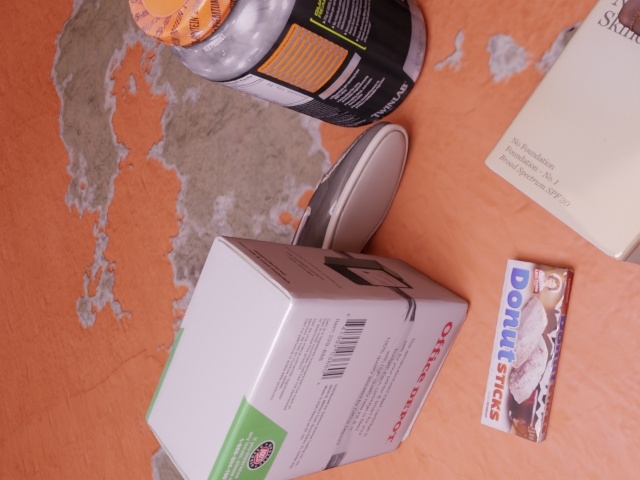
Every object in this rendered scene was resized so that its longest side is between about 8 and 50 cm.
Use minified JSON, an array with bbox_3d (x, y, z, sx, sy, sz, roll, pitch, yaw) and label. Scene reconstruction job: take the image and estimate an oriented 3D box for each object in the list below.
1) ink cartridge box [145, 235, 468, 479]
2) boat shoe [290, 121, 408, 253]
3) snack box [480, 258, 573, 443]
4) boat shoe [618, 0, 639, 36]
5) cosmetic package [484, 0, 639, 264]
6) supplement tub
[{"bbox_3d":[-0.001,0.124,0.640,0.122,0.289,0.211,35,107,39],"label":"ink cartridge box"},{"bbox_3d":[0.000,0.000,0.766,0.096,0.112,0.335,32,109,32],"label":"boat shoe"},{"bbox_3d":[0.213,0.112,0.635,0.064,0.022,0.178,10,92,41],"label":"snack box"},{"bbox_3d":[0.294,-0.234,0.426,0.073,0.073,0.207,44,113,31],"label":"boat shoe"},{"bbox_3d":[0.307,-0.145,0.527,0.160,0.113,0.309,45,114,34],"label":"cosmetic package"},{"bbox_3d":[-0.037,-0.251,0.688,0.194,0.316,0.193,-5,81,39],"label":"supplement tub"}]
